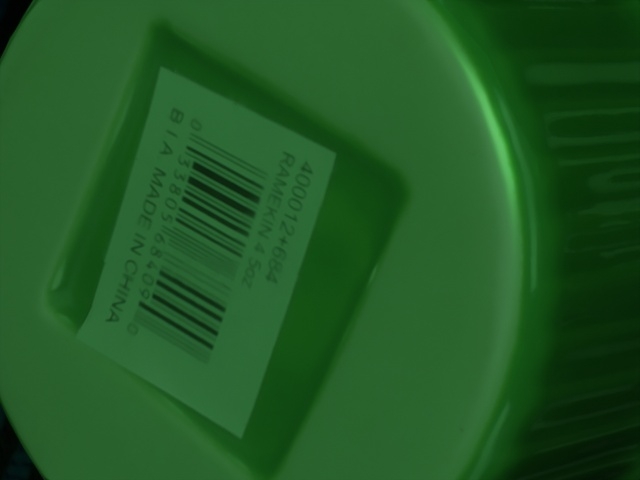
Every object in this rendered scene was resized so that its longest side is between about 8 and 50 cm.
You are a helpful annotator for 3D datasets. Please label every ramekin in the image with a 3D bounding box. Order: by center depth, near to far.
[{"bbox_3d":[0.000,0.000,0.628,0.303,0.148,0.303,3,96,35],"label":"ramekin"}]
